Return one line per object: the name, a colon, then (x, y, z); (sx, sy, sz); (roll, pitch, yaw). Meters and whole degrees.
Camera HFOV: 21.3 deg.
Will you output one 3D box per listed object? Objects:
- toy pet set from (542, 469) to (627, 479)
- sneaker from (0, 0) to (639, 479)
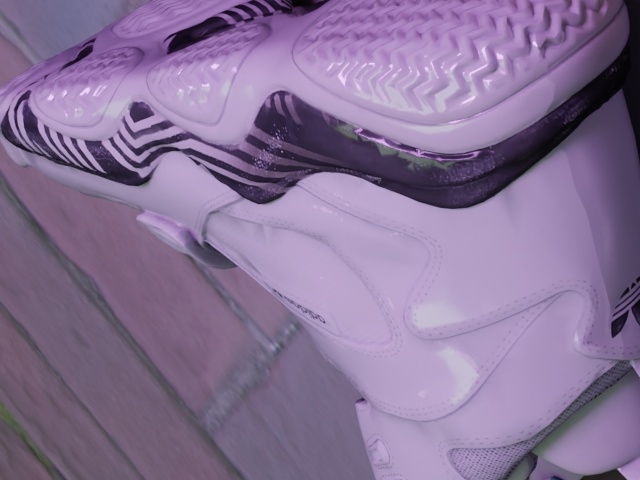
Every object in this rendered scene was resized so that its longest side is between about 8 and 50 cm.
toy pet set: (0.102, 0.128, 0.779); (0.114, 0.065, 0.122); (25, 142, 42)
sneaker: (0.000, 0.000, 0.709); (0.365, 0.137, 0.210); (3, 122, 52)
